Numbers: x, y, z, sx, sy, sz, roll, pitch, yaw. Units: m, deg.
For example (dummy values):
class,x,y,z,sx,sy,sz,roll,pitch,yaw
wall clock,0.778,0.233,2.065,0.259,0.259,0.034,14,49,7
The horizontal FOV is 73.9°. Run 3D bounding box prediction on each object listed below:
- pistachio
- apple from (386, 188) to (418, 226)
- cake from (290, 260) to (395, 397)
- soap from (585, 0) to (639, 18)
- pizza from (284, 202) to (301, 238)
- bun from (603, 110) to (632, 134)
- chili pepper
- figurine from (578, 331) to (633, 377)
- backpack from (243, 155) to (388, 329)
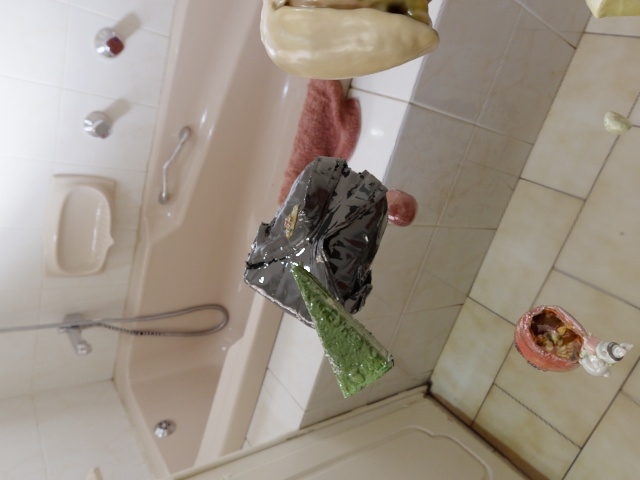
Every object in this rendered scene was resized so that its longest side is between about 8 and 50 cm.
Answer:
class,x,y,z,sx,sy,sz,roll,pitch,yaw
pistachio,0.040,-0.350,0.675,0.300,0.187,0.187,6,95,15
apple,0.280,-0.122,1.541,0.153,0.154,0.119,39,110,42
cake,0.009,0.150,0.730,0.099,0.100,0.235,-44,84,3
soap,0.265,-0.182,0.255,0.037,0.252,0.092,100,164,-66
pizza,-0.061,-0.045,0.899,0.083,0.025,0.078,-84,9,-78
bun,0.901,-0.355,1.298,0.086,0.086,0.054,58,136,32
chili pepper,0.859,0.376,1.588,0.229,0.305,0.251,-35,63,11
figurine,0.735,0.295,1.118,0.098,0.081,0.146,25,145,28
backpack,0.000,0.000,1.136,0.364,0.255,0.445,25,98,19
